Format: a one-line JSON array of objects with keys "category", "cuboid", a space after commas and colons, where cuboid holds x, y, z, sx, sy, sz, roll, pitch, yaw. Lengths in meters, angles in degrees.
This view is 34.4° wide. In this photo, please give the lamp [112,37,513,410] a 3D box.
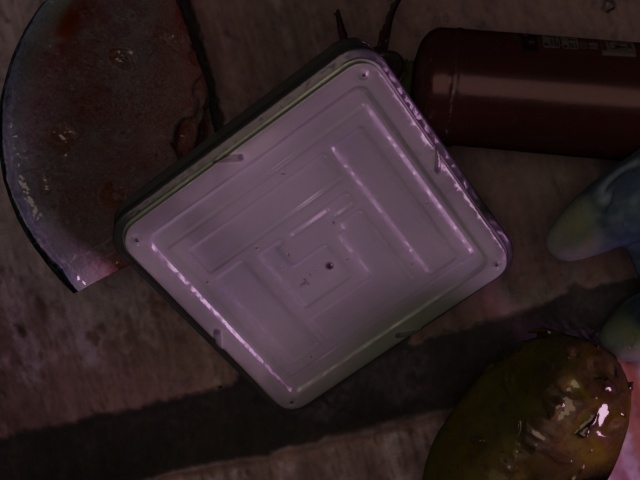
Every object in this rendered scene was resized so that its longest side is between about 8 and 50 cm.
[{"category": "lamp", "cuboid": [0.000, 0.000, 0.891, 0.266, 0.047, 0.269, -35, 122, 9]}]

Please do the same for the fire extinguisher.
[{"category": "fire extinguisher", "cuboid": [0.172, -0.149, 0.910, 0.337, 0.106, 0.147, 7, 68, 6]}]

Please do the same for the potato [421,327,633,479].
[{"category": "potato", "cuboid": [0.176, 0.192, 0.910, 0.149, 0.113, 0.251, 25, 109, -3]}]

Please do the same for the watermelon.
[{"category": "watermelon", "cuboid": [-0.173, -0.099, 0.953, 0.226, 0.148, 0.318, 12, 79, -11]}]

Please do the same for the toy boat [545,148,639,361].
[{"category": "toy boat", "cuboid": [0.355, 0.004, 0.818, 0.330, 0.123, 0.215, -19, 116, 22]}]
